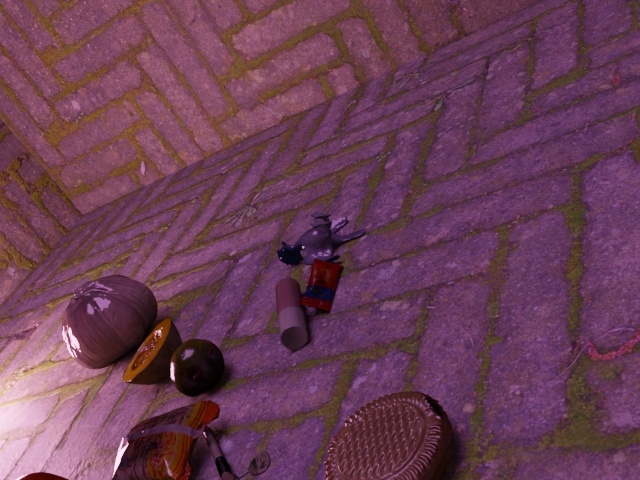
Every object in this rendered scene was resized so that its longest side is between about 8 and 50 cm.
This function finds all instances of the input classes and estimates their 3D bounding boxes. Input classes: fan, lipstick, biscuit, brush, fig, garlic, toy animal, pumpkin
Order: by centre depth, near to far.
[{"bbox_3d":[0.114,0.371,1.248,0.259,0.079,0.259,-28,24,14],"label":"biscuit"},{"bbox_3d":[-0.132,0.469,1.475,0.080,0.003,0.060,-47,26,-26],"label":"fan"},{"bbox_3d":[-0.219,0.468,1.550,0.039,0.042,0.299,-11,17,-16],"label":"brush"},{"bbox_3d":[-0.077,0.184,1.848,0.070,0.070,0.254,-31,24,8],"label":"lipstick"},{"bbox_3d":[-0.322,0.324,1.890,0.149,0.149,0.245,-37,5,-5],"label":"fig"},{"bbox_3d":[-0.461,0.336,2.040,0.217,0.110,0.217,-37,27,23],"label":"pumpkin"},{"bbox_3d":[0.000,0.000,2.090,0.256,0.176,0.239,6,37,5],"label":"toy animal"},{"bbox_3d":[-0.683,0.246,2.287,0.317,0.259,0.317,-29,20,12],"label":"garlic"}]

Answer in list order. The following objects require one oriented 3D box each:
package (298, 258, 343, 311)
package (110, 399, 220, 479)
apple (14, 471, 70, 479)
[{"bbox_3d":[0.004,0.116,1.889,0.083,0.022,0.200,11,37,7],"label":"package"},{"bbox_3d":[-0.374,0.480,1.626,0.288,0.108,0.223,-29,28,28],"label":"package"},{"bbox_3d":[-0.621,0.625,1.556,0.218,0.218,0.201,-26,17,19],"label":"apple"}]
